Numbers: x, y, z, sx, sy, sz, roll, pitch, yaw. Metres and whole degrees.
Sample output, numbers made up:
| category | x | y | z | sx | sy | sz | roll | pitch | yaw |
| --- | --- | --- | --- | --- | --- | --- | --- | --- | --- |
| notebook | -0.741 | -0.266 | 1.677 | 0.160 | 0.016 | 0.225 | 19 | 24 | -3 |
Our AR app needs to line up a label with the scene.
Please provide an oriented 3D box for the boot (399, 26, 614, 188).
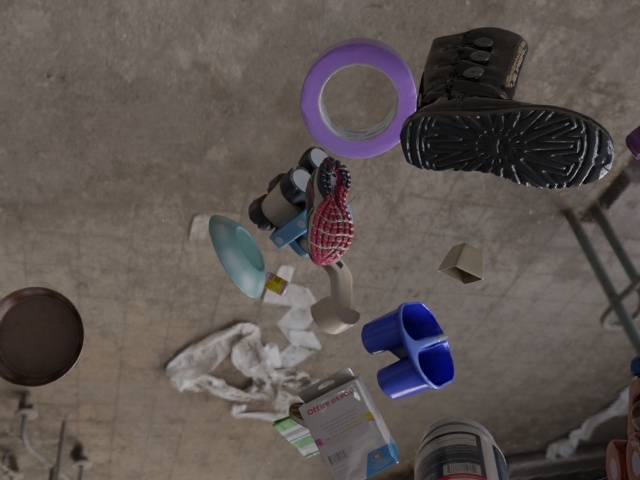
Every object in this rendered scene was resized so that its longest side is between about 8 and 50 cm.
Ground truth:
| category | x | y | z | sx | sy | sz | roll | pitch | yaw |
| --- | --- | --- | --- | --- | --- | --- | --- | --- | --- |
| boot | 0.373 | -0.286 | 1.235 | 0.367 | 0.445 | 0.146 | 11 | 127 | 13 |

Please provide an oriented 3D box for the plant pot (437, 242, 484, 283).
| category | x | y | z | sx | sy | sz | roll | pitch | yaw |
| --- | --- | --- | --- | --- | --- | --- | --- | --- | --- |
| plant pot | 0.457 | 0.069 | 1.983 | 0.109 | 0.096 | 0.109 | 24 | 161 | -13 |

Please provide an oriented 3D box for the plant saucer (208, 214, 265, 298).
| category | x | y | z | sx | sy | sz | roll | pitch | yaw |
| --- | --- | --- | --- | --- | --- | --- | --- | --- | --- |
| plant saucer | -0.158 | 0.025 | 1.277 | 0.038 | 0.194 | 0.195 | -28 | 136 | 13 |

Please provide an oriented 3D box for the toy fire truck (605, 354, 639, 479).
| category | x | y | z | sx | sy | sz | roll | pitch | yaw |
| --- | --- | --- | --- | --- | --- | --- | --- | --- | --- |
| toy fire truck | 0.595 | 0.309 | 1.059 | 0.170 | 0.253 | 0.302 | 1 | 158 | 9 |

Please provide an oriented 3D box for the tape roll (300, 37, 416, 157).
| category | x | y | z | sx | sy | sz | roll | pitch | yaw |
| --- | --- | --- | --- | --- | --- | --- | --- | --- | --- |
| tape roll | 0.092 | -0.342 | 1.501 | 0.275 | 0.090 | 0.274 | 2 | 119 | 3 |

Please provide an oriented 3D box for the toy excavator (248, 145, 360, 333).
| category | x | y | z | sx | sy | sz | roll | pitch | yaw |
| --- | --- | --- | --- | --- | --- | --- | --- | --- | --- |
| toy excavator | 0.000 | 0.000 | 1.872 | 0.445 | 0.433 | 0.222 | 46 | 130 | -10 |

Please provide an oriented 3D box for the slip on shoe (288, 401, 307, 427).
| category | x | y | z | sx | sy | sz | roll | pitch | yaw |
| --- | --- | --- | --- | --- | --- | --- | --- | --- | --- |
| slip on shoe | 0.006 | 0.328 | 1.104 | 0.136 | 0.051 | 0.041 | 13 | 118 | 6 |

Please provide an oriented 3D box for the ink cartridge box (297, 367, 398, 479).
| category | x | y | z | sx | sy | sz | roll | pitch | yaw |
| --- | --- | --- | --- | --- | --- | --- | --- | --- | --- |
| ink cartridge box | 0.038 | 0.259 | 0.883 | 0.092 | 0.143 | 0.090 | -27 | 170 | 4 |

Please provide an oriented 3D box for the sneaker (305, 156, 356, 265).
| category | x | y | z | sx | sy | sz | roll | pitch | yaw |
| --- | --- | --- | --- | --- | --- | --- | --- | --- | --- |
| sneaker | 0.014 | -0.065 | 1.589 | 0.121 | 0.299 | 0.112 | 23 | 144 | -23 |

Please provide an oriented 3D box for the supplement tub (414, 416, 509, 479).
| category | x | y | z | sx | sy | sz | roll | pitch | yaw |
| --- | --- | --- | --- | --- | --- | --- | --- | --- | --- |
| supplement tub | 0.283 | 0.498 | 1.247 | 0.191 | 0.272 | 0.191 | 2 | 104 | 9 |

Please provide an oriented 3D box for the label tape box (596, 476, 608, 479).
| category | x | y | z | sx | sy | sz | roll | pitch | yaw |
| --- | --- | --- | --- | --- | --- | --- | --- | --- | --- |
| label tape box | 0.713 | 0.679 | 1.424 | 0.115 | 0.249 | 0.348 | 27 | 133 | -22 |

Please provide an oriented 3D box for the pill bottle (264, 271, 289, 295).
| category | x | y | z | sx | sy | sz | roll | pitch | yaw |
| --- | --- | --- | --- | --- | --- | --- | --- | --- | --- |
| pill bottle | -0.127 | 0.111 | 1.643 | 0.083 | 0.043 | 0.043 | 28 | 132 | -4 |

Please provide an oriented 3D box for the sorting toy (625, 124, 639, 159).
| category | x | y | z | sx | sy | sz | roll | pitch | yaw |
| --- | --- | --- | --- | --- | --- | --- | --- | --- | --- |
| sorting toy | 0.566 | -0.194 | 0.802 | 0.127 | 0.126 | 0.365 | -19 | 158 | -30 |

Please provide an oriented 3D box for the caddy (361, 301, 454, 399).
| category | x | y | z | sx | sy | sz | roll | pitch | yaw |
| --- | --- | --- | --- | --- | --- | --- | --- | --- | --- |
| caddy | 0.262 | 0.294 | 1.699 | 0.179 | 0.241 | 0.341 | -28 | 165 | 22 |

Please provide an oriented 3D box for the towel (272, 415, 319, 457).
| category | x | y | z | sx | sy | sz | roll | pitch | yaw |
| --- | --- | --- | --- | --- | --- | --- | --- | --- | --- |
| towel | -0.032 | 0.477 | 1.548 | 0.113 | 0.023 | 0.152 | -28 | 119 | 17 |

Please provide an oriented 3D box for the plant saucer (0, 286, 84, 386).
| category | x | y | z | sx | sy | sz | roll | pitch | yaw |
| --- | --- | --- | --- | --- | --- | --- | --- | --- | --- |
| plant saucer | -0.485 | 0.163 | 1.060 | 0.169 | 0.168 | 0.029 | -5 | 175 | -5 |
